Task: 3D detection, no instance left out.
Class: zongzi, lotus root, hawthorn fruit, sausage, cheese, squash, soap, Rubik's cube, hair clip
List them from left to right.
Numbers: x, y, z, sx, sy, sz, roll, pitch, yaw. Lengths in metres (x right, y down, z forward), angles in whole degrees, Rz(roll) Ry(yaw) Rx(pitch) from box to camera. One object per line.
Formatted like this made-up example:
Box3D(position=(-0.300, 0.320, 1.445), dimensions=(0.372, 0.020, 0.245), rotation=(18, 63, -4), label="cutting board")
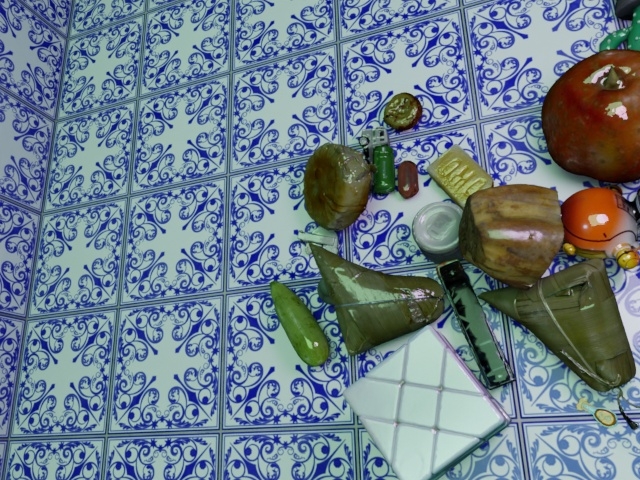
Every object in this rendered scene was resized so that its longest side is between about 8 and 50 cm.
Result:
Box3D(position=(-0.082, 0.270, 1.940), dimensions=(0.118, 0.118, 0.370), rotation=(-37, 59, 7), label="squash")
Box3D(position=(0.000, 0.000, 2.036), dimensions=(0.172, 0.049, 0.116), rotation=(10, 81, 22), label="hair clip")
Box3D(position=(0.186, 0.128, 1.798), dimensions=(0.356, 0.174, 0.392), rotation=(-22, 87, 10), label="zongzi")
Box3D(position=(0.306, -0.213, 1.968), dimensions=(0.076, 0.076, 0.141), rotation=(-9, 71, 20), label="sausage")
Box3D(position=(0.309, 0.475, 1.596), dimensions=(0.322, 0.316, 0.318), rotation=(-40, 63, 7), label="Rubik's cube")
Box3D(position=(0.482, -0.199, 1.888), dimensions=(0.140, 0.073, 0.232), rotation=(-42, 63, 9), label="soap")
Box3D(position=(0.520, 0.000, 1.608), dimensions=(0.250, 0.316, 0.316), rotation=(9, 75, -4), label="lotus root")
Box3D(position=(0.694, 0.304, 1.609), dimensions=(0.418, 0.181, 0.446), rotation=(-21, 84, 46), label="zongzi")
Box3D(position=(0.773, 0.481, 1.568), dimensions=(0.111, 0.017, 0.047), rotation=(28, 82, 28), label="cheese")
Box3D(position=(0.839, -0.379, 1.627), dimensions=(0.403, 0.403, 0.402), rotation=(-7, 70, 20), label="hawthorn fruit")

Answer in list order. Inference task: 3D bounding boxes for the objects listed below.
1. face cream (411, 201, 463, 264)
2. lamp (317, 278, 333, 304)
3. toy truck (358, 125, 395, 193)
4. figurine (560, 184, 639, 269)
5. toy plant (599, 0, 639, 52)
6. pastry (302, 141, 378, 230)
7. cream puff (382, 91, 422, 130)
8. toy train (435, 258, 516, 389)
Box3D(position=(0.394, -0.022, 1.820), dimensions=(0.177, 0.153, 0.177), rotation=(-7, 70, 19), label="face cream")
Box3D(position=(0.040, 0.168, 1.929), dimensions=(0.105, 0.105, 0.105), rotation=(-7, 70, 20), label="lamp")
Box3D(position=(0.205, -0.283, 2.019), dimensions=(0.125, 0.101, 0.242), rotation=(-6, 73, 16), label="toy truck")
Box3D(position=(0.829, -0.060, 1.613), dimensions=(0.323, 0.196, 0.320), rotation=(-16, 39, 27), label="figurine")
Box3D(position=(1.029, -0.722, 1.785), dimensions=(0.280, 0.185, 0.400), rotation=(-7, 85, 27), label="toy plant")
Box3D(position=(0.051, -0.195, 1.975), dimensions=(0.330, 0.136, 0.329), rotation=(1, 91, 58), label="pastry")
Box3D(position=(0.302, -0.462, 2.047), dimensions=(0.149, 0.084, 0.149), rotation=(-8, 70, 24), label="cream puff")
Box3D(position=(0.471, 0.252, 1.731), dimensions=(0.086, 0.089, 0.409), rotation=(-25, 64, 11), label="toy train")
